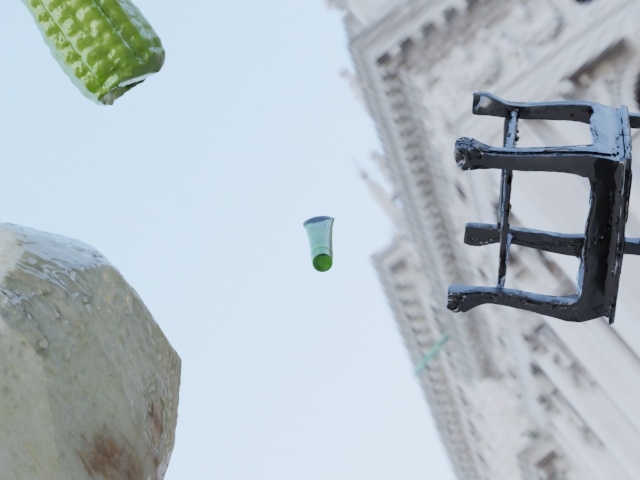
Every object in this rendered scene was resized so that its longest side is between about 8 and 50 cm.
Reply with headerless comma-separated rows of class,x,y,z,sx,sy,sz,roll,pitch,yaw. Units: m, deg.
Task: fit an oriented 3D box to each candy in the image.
candy,-0.237,-0.227,1.383,0.096,0.209,0.097,-38,-2,-2

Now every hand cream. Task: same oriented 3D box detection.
hand cream,0.000,0.000,1.549,0.036,0.122,0.023,-12,-67,3

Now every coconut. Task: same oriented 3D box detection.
coconut,-0.315,0.191,1.394,0.415,0.345,0.415,-8,-58,-13

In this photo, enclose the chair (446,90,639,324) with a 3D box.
chair,0.194,-0.019,0.848,0.229,0.113,0.106,4,-65,8
